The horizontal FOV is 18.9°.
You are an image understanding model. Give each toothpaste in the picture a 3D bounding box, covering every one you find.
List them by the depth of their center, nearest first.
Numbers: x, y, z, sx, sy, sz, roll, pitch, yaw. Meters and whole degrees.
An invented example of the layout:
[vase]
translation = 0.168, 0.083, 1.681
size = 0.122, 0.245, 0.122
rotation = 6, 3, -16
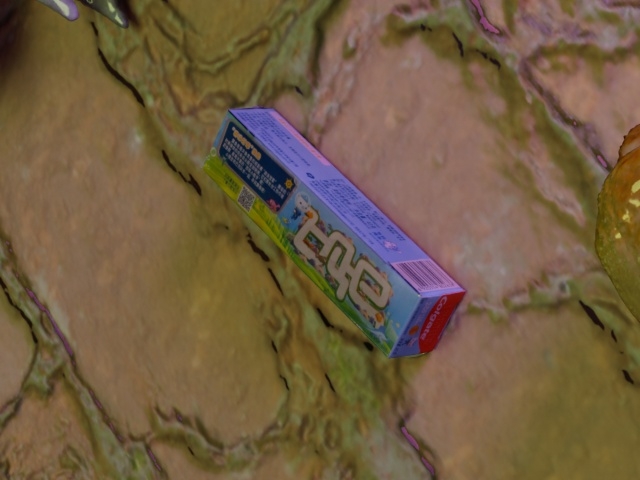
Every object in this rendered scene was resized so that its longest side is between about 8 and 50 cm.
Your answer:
[toothpaste]
translation = 0.000, 0.000, 1.182
size = 0.193, 0.044, 0.070
rotation = 45, 122, 31

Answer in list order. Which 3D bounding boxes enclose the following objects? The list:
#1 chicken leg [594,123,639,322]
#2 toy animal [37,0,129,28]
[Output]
[chicken leg]
translation = 0.229, 0.042, 0.946
size = 0.251, 0.087, 0.107
rotation = 52, 138, 19
[toy animal]
translation = -0.138, -0.226, 1.264
size = 0.367, 0.081, 0.206
rotation = 53, 129, 21
